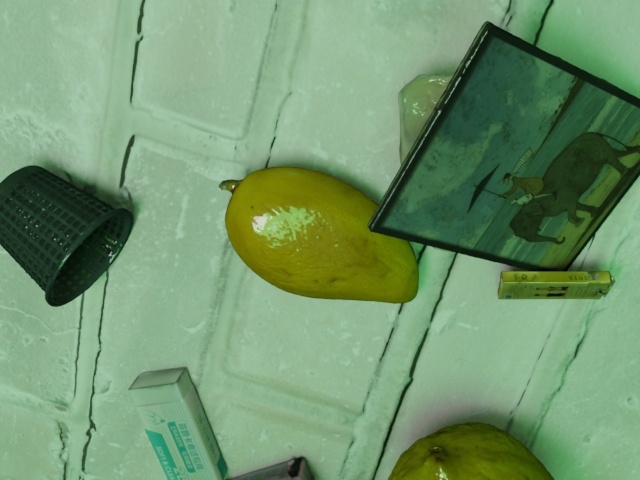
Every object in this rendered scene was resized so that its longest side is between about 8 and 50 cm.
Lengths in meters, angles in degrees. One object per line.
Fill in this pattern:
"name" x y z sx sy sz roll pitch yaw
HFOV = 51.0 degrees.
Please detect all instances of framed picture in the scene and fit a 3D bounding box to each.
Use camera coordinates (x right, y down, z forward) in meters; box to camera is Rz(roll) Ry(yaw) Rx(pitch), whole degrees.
"framed picture" 0.253 -0.083 0.813 0.347 0.016 0.265 14 119 -31

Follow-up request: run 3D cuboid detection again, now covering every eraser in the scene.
"eraser" -0.241 0.329 1.150 0.095 0.052 0.225 -10 112 16

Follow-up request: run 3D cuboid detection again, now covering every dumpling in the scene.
"dumpling" 0.193 -0.094 0.854 0.179 0.131 0.252 -10 115 6

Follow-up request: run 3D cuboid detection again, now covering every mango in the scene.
"mango" 0.000 0.000 0.933 0.316 0.119 0.176 24 107 -6

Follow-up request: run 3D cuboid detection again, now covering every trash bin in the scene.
"trash bin" -0.390 -0.017 0.977 0.161 0.175 0.175 36 115 6

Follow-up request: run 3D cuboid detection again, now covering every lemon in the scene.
"lemon" 0.234 0.420 0.993 0.268 0.268 0.322 -29 110 20

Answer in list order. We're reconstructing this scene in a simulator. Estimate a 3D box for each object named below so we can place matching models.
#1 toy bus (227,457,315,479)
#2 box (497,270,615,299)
"toy bus" -0.131 0.463 1.155 0.274 0.112 0.090 -22 110 18
"box" 0.324 0.063 0.932 0.149 0.020 0.073 0 156 10
